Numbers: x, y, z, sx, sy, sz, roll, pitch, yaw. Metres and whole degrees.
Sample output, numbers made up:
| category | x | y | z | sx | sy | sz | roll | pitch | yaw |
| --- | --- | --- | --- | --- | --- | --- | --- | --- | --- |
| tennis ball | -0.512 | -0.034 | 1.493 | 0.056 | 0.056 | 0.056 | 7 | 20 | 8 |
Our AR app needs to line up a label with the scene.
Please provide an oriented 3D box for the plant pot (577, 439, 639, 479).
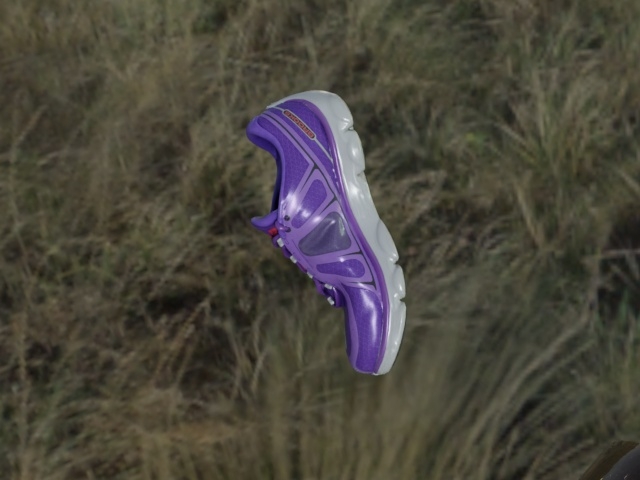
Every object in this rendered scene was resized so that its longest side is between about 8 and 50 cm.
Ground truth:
| category | x | y | z | sx | sy | sz | roll | pitch | yaw |
| --- | --- | --- | --- | --- | --- | --- | --- | --- | --- |
| plant pot | 0.187 | 0.290 | 0.773 | 0.230 | 0.215 | 0.215 | -37 | 38 | -15 |

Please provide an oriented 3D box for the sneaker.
| category | x | y | z | sx | sy | sz | roll | pitch | yaw |
| --- | --- | --- | --- | --- | --- | --- | --- | --- | --- |
| sneaker | 0.000 | 0.000 | 0.673 | 0.071 | 0.170 | 0.068 | -18 | -2 | -12 |
